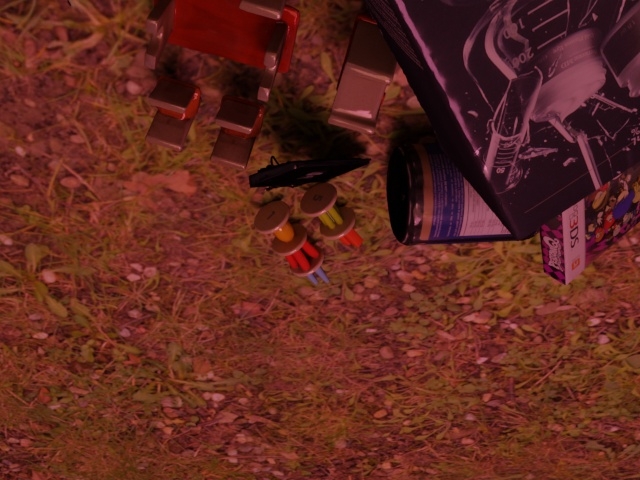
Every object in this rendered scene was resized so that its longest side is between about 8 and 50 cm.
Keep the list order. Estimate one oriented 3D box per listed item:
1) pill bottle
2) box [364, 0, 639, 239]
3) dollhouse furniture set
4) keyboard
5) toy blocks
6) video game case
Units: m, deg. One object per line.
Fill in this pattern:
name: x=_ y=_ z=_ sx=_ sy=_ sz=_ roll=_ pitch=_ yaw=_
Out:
pill bottle: x=0.198 y=-0.058 z=1.081 sx=0.219 sy=0.123 sz=0.123 roll=-3 pitch=139 yaw=-9
box: x=0.225 y=-0.231 z=0.775 sx=0.343 sy=0.179 sz=0.312 roll=-34 pitch=134 yaw=5
dollhouse furniture set: x=-0.048 y=-0.210 z=0.936 sx=0.259 sy=0.135 sz=0.262 roll=16 pitch=137 yaw=-2
keyboard: x=-0.023 y=-0.089 z=1.047 sx=0.100 sy=0.038 sz=0.192 roll=-20 pitch=175 yaw=27
toy blocks: x=0.000 y=0.000 z=1.200 sx=0.123 sy=0.054 sz=0.148 roll=-19 pitch=136 yaw=20
video game case: x=0.335 y=-0.091 z=1.012 sx=0.232 sy=0.042 sz=0.210 roll=-36 pitch=137 yaw=-19
